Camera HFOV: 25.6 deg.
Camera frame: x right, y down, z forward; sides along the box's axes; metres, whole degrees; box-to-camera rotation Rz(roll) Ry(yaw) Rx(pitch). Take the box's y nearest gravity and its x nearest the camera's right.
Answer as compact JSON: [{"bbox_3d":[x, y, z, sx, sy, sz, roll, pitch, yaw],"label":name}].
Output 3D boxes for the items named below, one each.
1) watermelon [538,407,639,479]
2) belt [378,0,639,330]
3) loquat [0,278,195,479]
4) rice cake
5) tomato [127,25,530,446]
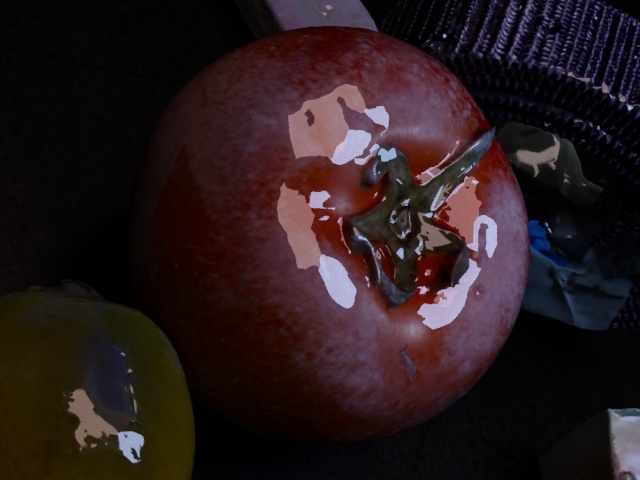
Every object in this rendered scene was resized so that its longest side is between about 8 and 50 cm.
[{"bbox_3d":[0.259,0.268,0.998,0.192,0.140,0.257,16,58,-16],"label":"watermelon"},{"bbox_3d":[0.170,-0.058,1.059,0.324,0.260,0.122,31,51,-14],"label":"belt"},{"bbox_3d":[-0.144,0.114,0.790,0.152,0.152,0.195,10,61,-30],"label":"loquat"},{"bbox_3d":[-0.030,-0.218,1.183,0.106,0.050,0.298,-14,68,-41],"label":"rice cake"},{"bbox_3d":[0.000,0.000,0.916,0.270,0.227,0.270,6,79,-34],"label":"tomato"}]
